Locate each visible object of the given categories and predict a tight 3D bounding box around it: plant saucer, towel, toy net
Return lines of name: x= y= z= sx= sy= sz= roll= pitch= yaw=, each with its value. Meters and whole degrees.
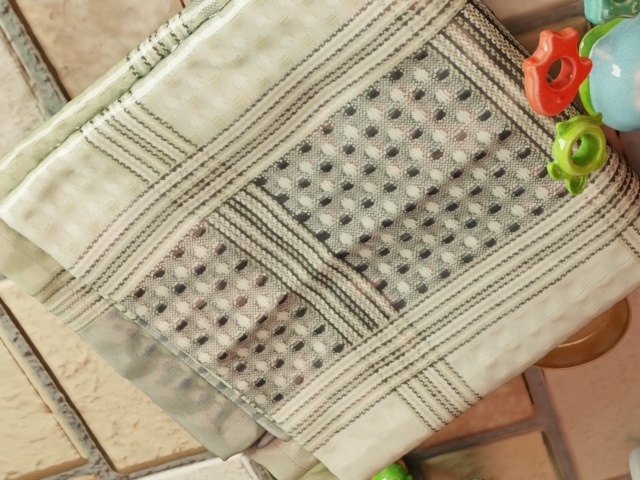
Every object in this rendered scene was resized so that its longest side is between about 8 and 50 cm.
plant saucer: x=0.156 y=0.048 z=0.922 sx=0.083 sy=0.015 sz=0.083 roll=-2 pitch=130 yaw=-2
towel: x=0.000 y=0.000 z=0.833 sx=0.324 sy=0.056 sz=0.312 roll=-35 pitch=121 yaw=23
toy net: x=0.135 y=-0.144 z=0.724 sx=0.122 sy=0.045 sz=0.232 roll=-28 pitch=122 yaw=-19

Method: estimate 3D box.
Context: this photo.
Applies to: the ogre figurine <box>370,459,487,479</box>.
ogre figurine: x=0.057 y=0.213 z=1.000 sx=0.197 sy=0.097 sz=0.118 roll=5 pitch=139 yaw=1

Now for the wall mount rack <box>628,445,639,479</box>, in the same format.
wall mount rack: x=0.384 y=0.120 z=0.940 sx=0.304 sy=0.130 sz=0.350 roll=10 pitch=129 yaw=-9
